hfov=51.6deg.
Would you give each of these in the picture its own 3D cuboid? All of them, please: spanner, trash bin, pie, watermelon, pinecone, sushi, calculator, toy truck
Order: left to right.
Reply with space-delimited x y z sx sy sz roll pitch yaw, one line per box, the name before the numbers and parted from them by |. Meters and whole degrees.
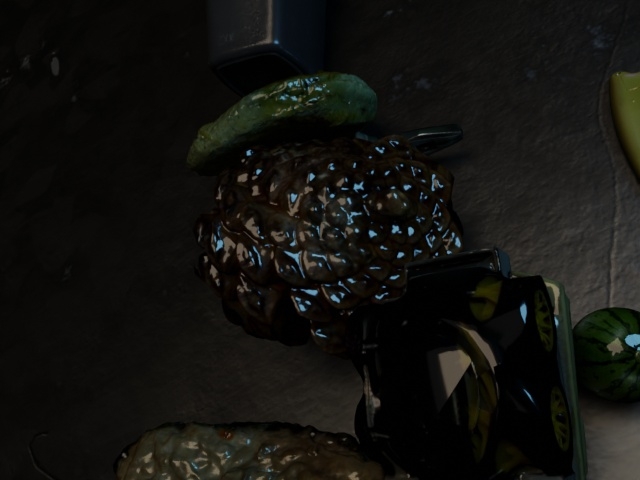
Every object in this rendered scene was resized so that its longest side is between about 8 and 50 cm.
sushi | -0.077 0.302 0.721 0.350 0.171 0.211 -1 63 26
trash bin | -0.084 -0.381 1.050 0.182 0.209 0.290 -7 75 22
pie | -0.052 -0.159 0.910 0.277 0.277 0.079 -16 88 20
pinecone | 0.000 0.005 0.789 0.296 0.242 0.298 7 36 46
spanner | 0.038 -0.107 0.922 0.324 0.095 0.040 -14 59 22
toy truck | 0.159 0.219 0.592 0.180 0.254 0.405 -14 73 32
watermelon | 0.299 0.115 0.660 0.109 0.109 0.109 -12 60 22
calculator | 0.434 -0.130 0.766 0.157 0.033 0.237 -19 59 17
